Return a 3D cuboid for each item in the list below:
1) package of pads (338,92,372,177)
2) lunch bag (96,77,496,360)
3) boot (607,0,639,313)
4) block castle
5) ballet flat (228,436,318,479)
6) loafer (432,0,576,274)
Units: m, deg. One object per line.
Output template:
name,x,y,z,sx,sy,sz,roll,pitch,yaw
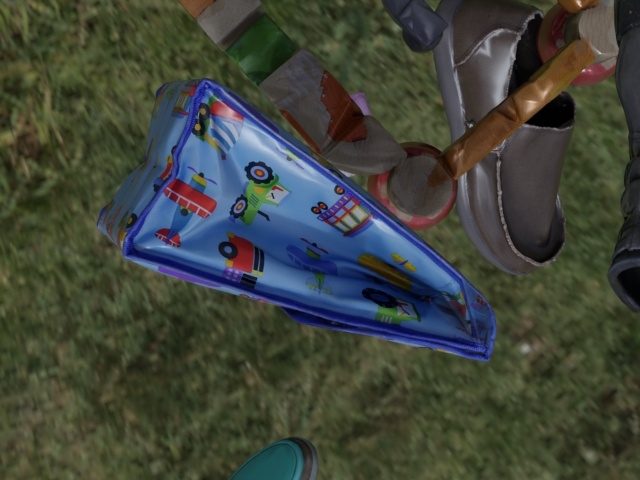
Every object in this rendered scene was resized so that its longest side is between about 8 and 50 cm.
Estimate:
package of pads,0.034,-0.109,1.773,0.050,0.083,0.032,-15,159,-6
lunch bag,0.000,0.000,1.259,0.293,0.221,0.138,25,89,-13
boot,0.281,-0.023,1.154,0.338,0.118,0.223,21,69,-47
block castle,0.041,-0.250,1.542,0.303,0.213,0.453,-42,92,1
ballet flat,-0.056,0.212,1.091,0.068,0.072,0.213,29,109,-35
loafer,0.224,-0.115,1.942,0.134,0.130,0.366,-43,127,-37
